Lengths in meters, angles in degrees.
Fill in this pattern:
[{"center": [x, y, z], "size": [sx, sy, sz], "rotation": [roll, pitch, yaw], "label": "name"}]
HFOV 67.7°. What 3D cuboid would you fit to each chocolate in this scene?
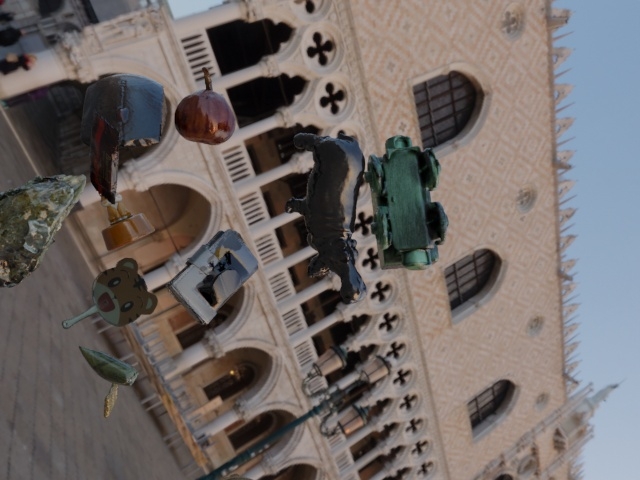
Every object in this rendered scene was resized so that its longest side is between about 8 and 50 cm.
[{"center": [-0.418, -0.155, 0.916], "size": [0.086, 0.028, 0.183], "rotation": [40, -51, 15], "label": "chocolate"}]

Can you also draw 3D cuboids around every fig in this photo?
[{"center": [-0.254, -0.269, 1.013], "size": [0.150, 0.128, 0.128], "rotation": [60, -19, -6], "label": "fig"}]

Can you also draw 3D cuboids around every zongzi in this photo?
[{"center": [-0.473, 0.276, 1.063], "size": [0.104, 0.052, 0.113], "rotation": [3, -44, 30], "label": "zongzi"}]

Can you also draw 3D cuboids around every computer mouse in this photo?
[{"center": [-0.423, -0.294, 1.032], "size": [0.295, 0.168, 0.087], "rotation": [-112, -157, -49], "label": "computer mouse"}]

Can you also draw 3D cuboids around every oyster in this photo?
[{"center": [-0.646, -0.024, 1.018], "size": [0.158, 0.351, 0.162], "rotation": [48, -3, 45], "label": "oyster"}]

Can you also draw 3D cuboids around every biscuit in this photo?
[{"center": [-0.603, 0.454, 1.372], "size": [0.081, 0.018, 0.083], "rotation": [-90, -165, -58], "label": "biscuit"}]

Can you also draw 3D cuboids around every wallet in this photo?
[{"center": [-0.273, 0.092, 1.249], "size": [0.069, 0.231, 0.170], "rotation": [5, -45, 48], "label": "wallet"}]

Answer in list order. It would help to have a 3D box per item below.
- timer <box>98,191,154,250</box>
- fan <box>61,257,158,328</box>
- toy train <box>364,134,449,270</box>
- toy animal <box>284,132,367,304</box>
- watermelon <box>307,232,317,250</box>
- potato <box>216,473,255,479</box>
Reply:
[{"center": [-0.533, -0.066, 1.261], "size": [0.152, 0.132, 0.132], "rotation": [66, -20, -10], "label": "timer"}, {"center": [-0.509, 0.150, 1.132], "size": [0.153, 0.226, 0.008], "rotation": [60, -2, 7], "label": "fan"}, {"center": [0.182, -0.074, 1.067], "size": [0.238, 0.166, 0.299], "rotation": [84, 2, -78], "label": "toy train"}, {"center": [0.018, -0.046, 0.973], "size": [0.168, 0.106, 0.344], "rotation": [4, -77, 36], "label": "toy animal"}, {"center": [0.000, 0.000, 1.633], "size": [0.078, 0.078, 0.110], "rotation": [47, 4, 38], "label": "watermelon"}, {"center": [-0.159, 0.495, 0.872], "size": [0.160, 0.111, 0.271], "rotation": [6, -21, 31], "label": "potato"}]
